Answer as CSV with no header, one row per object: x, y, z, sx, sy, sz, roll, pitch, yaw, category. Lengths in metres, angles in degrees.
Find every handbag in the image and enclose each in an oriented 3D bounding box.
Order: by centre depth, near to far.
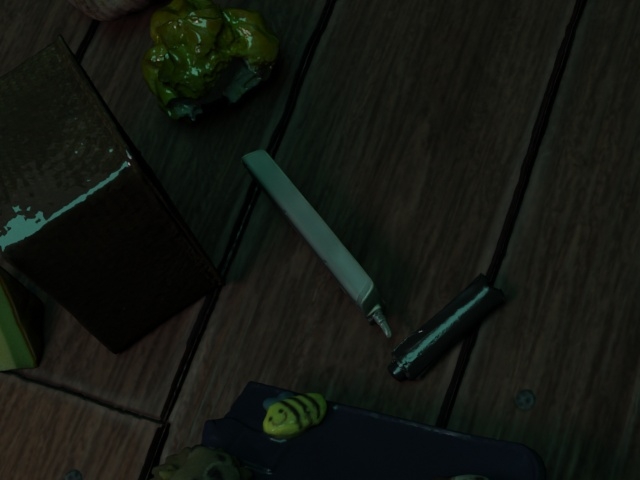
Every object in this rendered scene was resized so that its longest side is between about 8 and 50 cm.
-0.003,0.260,1.057,0.329,0.122,0.303,14,37,22,handbag

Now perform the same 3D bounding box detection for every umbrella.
0.117,0.084,1.231,0.133,0.031,0.036,-40,41,-5,umbrella

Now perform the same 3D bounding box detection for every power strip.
0.000,0.000,1.280,0.027,0.060,0.253,-37,63,-4,power strip

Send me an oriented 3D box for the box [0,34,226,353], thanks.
-0.221,-0.033,1.232,0.143,0.273,0.184,-34,62,-3,box

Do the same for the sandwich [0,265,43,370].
-0.335,0.077,1.299,0.074,0.116,0.074,-7,64,12,sandwich

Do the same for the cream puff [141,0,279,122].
-0.119,-0.203,1.364,0.156,0.156,0.121,-25,80,2,cream puff

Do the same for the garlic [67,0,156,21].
-0.225,-0.319,1.461,0.147,0.102,0.159,16,81,36,garlic
